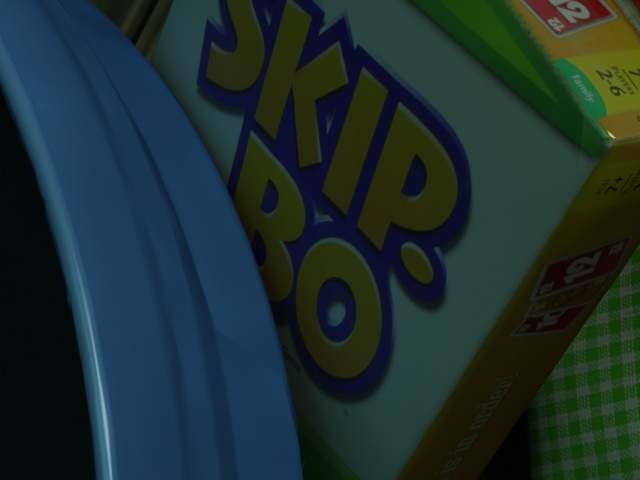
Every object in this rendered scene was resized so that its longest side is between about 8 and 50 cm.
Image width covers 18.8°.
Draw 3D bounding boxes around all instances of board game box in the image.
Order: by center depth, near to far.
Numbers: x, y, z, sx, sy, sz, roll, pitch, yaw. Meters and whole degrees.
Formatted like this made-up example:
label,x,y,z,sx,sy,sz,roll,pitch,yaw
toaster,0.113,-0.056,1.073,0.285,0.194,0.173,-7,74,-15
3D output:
label,x,y,z,sx,sy,sz,roll,pitch,yaw
board game box,0.000,0.000,0.438,0.124,0.039,0.259,58,141,27

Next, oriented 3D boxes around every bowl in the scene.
label,x,y,z,sx,sy,sz,roll,pitch,yaw
bowl,-0.158,0.093,0.487,0.391,0.077,0.391,-9,77,40

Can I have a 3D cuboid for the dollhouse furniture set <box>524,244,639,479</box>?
label,x,y,z,sx,sy,sz,roll,pitch,yaw
dollhouse furniture set,0.123,0.051,0.391,0.197,0.151,0.301,-14,69,20
